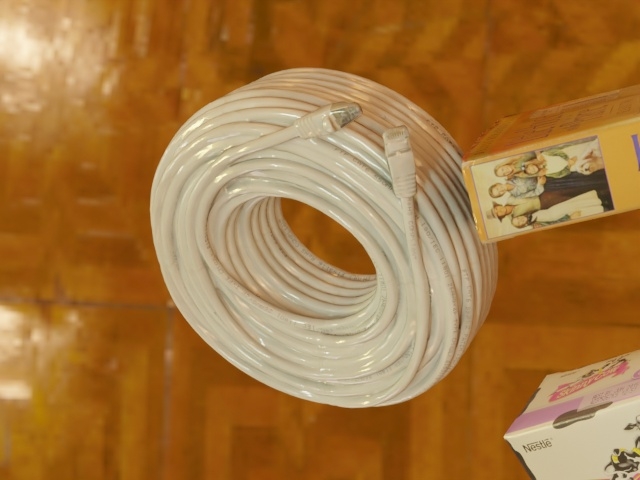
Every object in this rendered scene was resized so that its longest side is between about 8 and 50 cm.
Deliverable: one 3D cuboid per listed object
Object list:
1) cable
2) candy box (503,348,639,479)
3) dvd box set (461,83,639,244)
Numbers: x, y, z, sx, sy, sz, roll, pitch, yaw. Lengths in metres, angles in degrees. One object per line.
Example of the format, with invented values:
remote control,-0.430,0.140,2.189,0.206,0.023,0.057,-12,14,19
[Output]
cable,0.000,0.000,1.389,0.257,0.089,0.257,-1,124,34
candy box,0.228,0.154,1.134,0.165,0.070,0.196,-22,106,42
dvd box set,0.316,-0.091,1.303,0.420,0.307,0.062,-13,96,11
